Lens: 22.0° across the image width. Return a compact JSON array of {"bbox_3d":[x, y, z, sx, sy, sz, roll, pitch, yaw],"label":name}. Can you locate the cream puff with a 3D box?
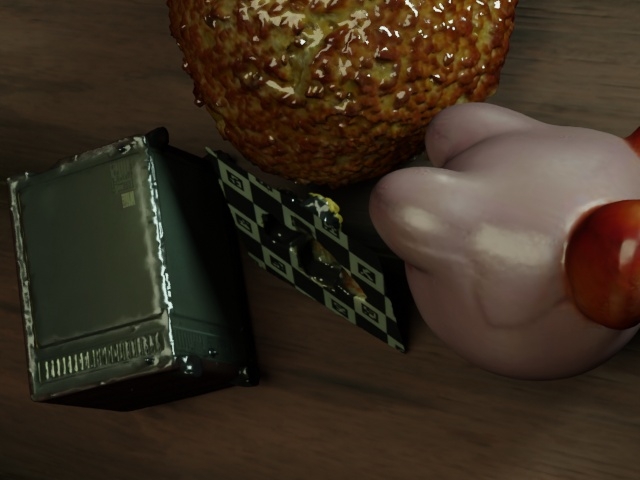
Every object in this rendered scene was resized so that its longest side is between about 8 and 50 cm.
[{"bbox_3d":[0.003,-0.216,1.510,0.350,0.229,0.350,-2,85,31],"label":"cream puff"}]

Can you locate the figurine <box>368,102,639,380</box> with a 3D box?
[{"bbox_3d":[0.194,0.013,1.370,0.261,0.269,0.211,4,121,24],"label":"figurine"}]

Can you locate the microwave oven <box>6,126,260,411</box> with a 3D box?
[{"bbox_3d":[-0.179,0.038,1.636,0.178,0.188,0.247,-16,73,26],"label":"microwave oven"}]

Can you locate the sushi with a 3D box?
[{"bbox_3d":[0.000,0.000,1.549,0.210,0.192,0.040,31,67,29],"label":"sushi"}]
